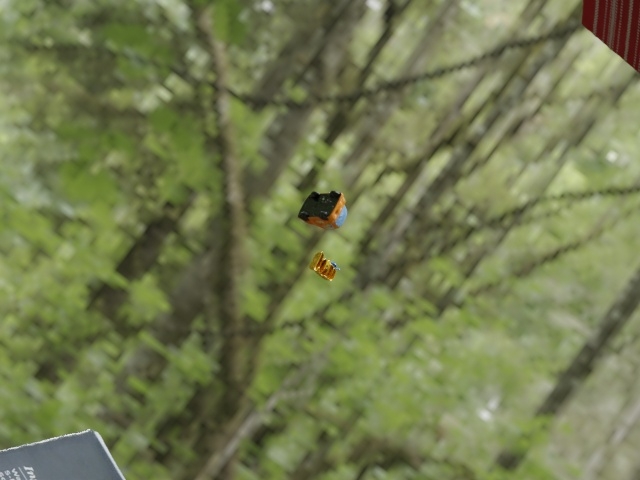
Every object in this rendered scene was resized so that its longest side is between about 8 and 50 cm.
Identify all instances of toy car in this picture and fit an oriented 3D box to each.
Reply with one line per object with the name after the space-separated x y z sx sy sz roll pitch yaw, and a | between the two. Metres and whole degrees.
0.000 0.000 2.081 0.060 0.122 0.040 -19 -48 37 | toy car

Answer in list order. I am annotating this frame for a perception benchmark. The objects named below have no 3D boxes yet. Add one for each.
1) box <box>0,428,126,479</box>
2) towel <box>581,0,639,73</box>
-0.311 0.319 1.402 0.212 0.293 0.395 57 22 11 | box
0.414 -0.264 2.376 0.275 0.031 0.199 47 -21 31 | towel
